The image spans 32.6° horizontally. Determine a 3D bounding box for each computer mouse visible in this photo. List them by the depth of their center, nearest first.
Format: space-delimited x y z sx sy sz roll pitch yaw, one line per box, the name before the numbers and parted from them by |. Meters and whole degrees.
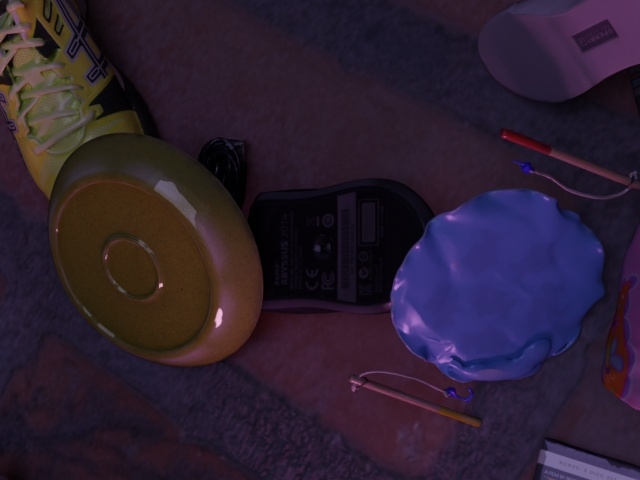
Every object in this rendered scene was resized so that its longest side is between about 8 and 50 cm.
computer mouse | 0.000 0.000 1.006 0.272 0.072 0.188 4 88 33

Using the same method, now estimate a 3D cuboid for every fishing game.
fishing game | 0.148 0.036 0.910 0.189 0.041 0.264 17 113 -20

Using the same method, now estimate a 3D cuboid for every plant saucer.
plant saucer | -0.165 0.020 1.011 0.241 0.037 0.241 13 119 24

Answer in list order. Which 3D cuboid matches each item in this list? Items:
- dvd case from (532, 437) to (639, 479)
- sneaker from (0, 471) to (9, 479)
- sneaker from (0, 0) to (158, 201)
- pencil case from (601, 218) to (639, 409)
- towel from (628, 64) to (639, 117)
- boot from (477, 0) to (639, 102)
dvd case | 0.237 0.295 0.909 0.164 0.018 0.221 15 90 22
sneaker | -0.408 0.401 1.080 0.210 0.137 0.366 1 88 18
sneaker | -0.284 -0.169 1.084 0.145 0.147 0.384 -31 78 14
pencil case | 0.298 -0.003 0.835 0.124 0.124 0.284 13 101 22
towel | 0.352 -0.281 0.882 0.271 0.040 0.370 -16 81 35
boot | 0.243 -0.190 0.886 0.123 0.258 0.095 -39 106 -22
